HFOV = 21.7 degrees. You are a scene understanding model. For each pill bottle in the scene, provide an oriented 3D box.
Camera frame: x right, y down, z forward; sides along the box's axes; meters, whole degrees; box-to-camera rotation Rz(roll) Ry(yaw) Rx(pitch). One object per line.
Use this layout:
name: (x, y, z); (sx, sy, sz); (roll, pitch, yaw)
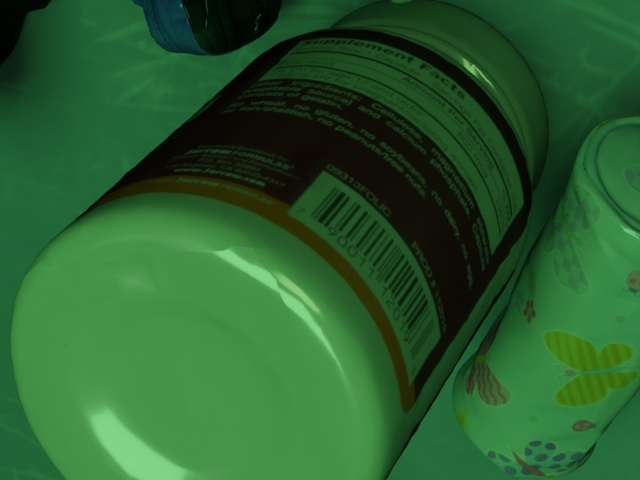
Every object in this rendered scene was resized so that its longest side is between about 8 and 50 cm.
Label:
pill bottle: (0.000, 0.000, 1.028); (0.224, 0.392, 0.224); (11, 120, 19)

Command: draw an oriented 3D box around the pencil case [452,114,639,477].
pencil case: (0.179, 0.042, 1.109); (0.113, 0.124, 0.273); (14, 135, -8)

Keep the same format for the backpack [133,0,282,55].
backpack: (-0.084, -0.190, 1.148); (0.101, 0.098, 0.120); (9, 125, 54)

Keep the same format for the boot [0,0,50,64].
boot: (-0.280, -0.186, 1.264); (0.219, 0.082, 0.106); (-38, 78, 36)

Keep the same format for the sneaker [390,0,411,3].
sneaker: (0.060, -0.300, 1.027); (0.118, 0.110, 0.292); (-13, 106, 2)
